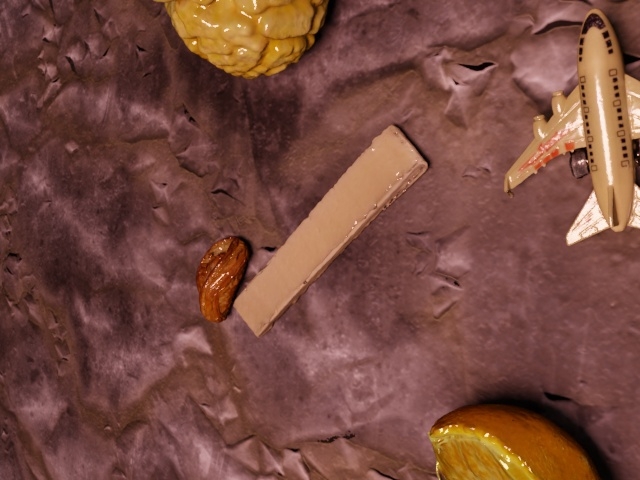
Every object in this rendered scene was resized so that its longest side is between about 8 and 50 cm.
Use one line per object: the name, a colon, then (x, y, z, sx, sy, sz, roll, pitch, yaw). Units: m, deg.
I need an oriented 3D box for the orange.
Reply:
orange: (0.228, 0.288, 0.638, 0.179, 0.158, 0.237, 115, 134, -62)

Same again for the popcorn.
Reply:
popcorn: (-0.118, -0.356, 0.812, 0.257, 0.270, 0.224, 28, 119, -17)

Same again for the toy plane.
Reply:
toy plane: (0.306, -0.119, 0.618, 0.229, 0.092, 0.244, -6, 88, 36)

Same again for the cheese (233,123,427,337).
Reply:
cheese: (-0.002, -0.001, 0.865, 0.400, 0.034, 0.085, -46, 68, 26)

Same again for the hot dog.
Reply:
hot dog: (-0.165, 0.063, 0.955, 0.147, 0.065, 0.099, -68, 24, 19)
